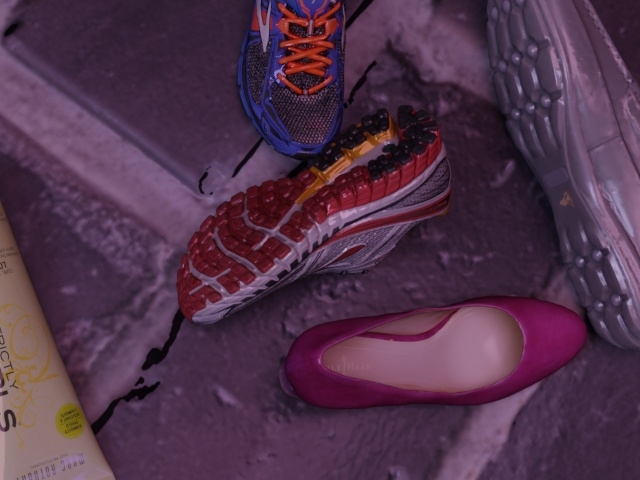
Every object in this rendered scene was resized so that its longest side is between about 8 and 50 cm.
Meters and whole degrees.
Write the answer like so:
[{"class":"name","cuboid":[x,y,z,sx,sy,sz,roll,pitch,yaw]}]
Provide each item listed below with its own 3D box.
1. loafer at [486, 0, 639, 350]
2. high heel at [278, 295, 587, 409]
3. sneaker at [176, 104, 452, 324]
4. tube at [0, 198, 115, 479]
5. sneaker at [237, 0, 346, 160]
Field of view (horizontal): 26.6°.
[{"class":"loafer","cuboid":[0.219,-0.075,1.038,0.111,0.112,0.319,-21,93,-20]},{"class":"high heel","cuboid":[0.092,0.076,0.971,0.244,0.117,0.082,-2,80,-13]},{"class":"sneaker","cuboid":[0.000,0.000,0.978,0.225,0.088,0.092,-29,132,0]},{"class":"tube","cuboid":[-0.217,0.070,0.935,0.070,0.062,0.240,-19,87,5]},{"class":"sneaker","cuboid":[-0.017,-0.168,1.006,0.083,0.087,0.221,-1,80,-12]}]
